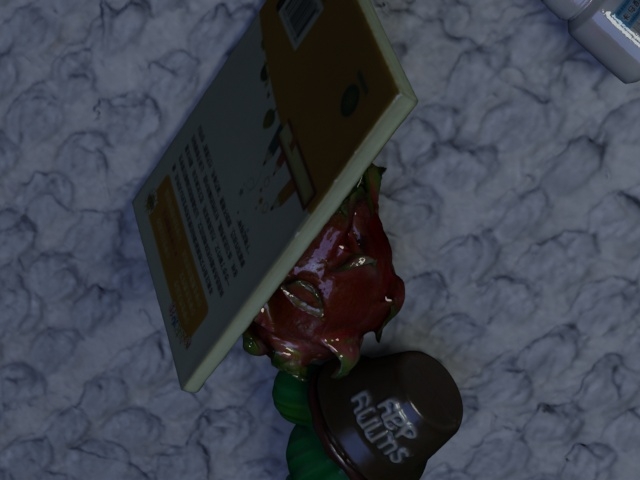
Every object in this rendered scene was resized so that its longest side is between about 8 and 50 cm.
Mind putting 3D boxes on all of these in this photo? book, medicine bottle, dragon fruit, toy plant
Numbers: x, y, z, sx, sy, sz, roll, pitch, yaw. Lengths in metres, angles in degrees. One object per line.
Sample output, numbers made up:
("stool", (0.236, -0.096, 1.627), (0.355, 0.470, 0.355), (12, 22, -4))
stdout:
("book", (-0.046, -0.060, 1.177), (0.020, 0.208, 0.295), (16, 127, -33))
("medicine bottle", (0.201, -0.155, 1.136), (0.089, 0.052, 0.052), (41, 119, -7))
("dragon fruit", (0.002, -0.001, 1.222), (0.135, 0.137, 0.236), (8, 121, -6))
("toy plant", (0.022, 0.154, 1.319), (0.200, 0.105, 0.143), (-33, 96, 39))
